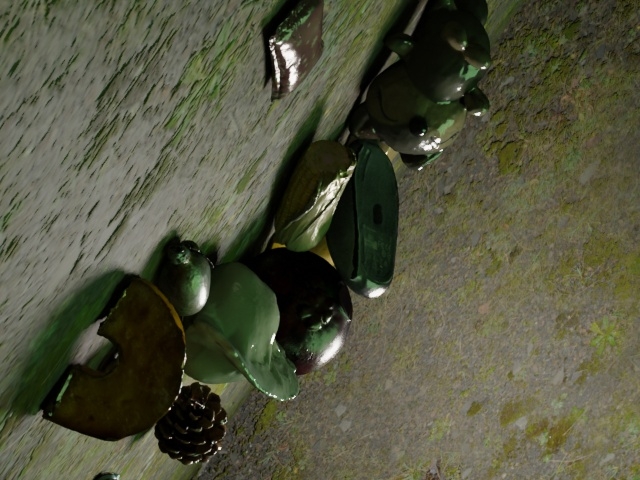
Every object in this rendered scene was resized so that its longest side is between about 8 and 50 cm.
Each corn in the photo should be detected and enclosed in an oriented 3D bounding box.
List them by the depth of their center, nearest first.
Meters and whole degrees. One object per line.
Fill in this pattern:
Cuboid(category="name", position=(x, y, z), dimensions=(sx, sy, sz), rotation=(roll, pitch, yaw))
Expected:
Cuboid(category="corn", position=(-0.013, -0.087, 1.680), dimensions=(0.123, 0.122, 0.305), rotation=(-5, 151, -20))

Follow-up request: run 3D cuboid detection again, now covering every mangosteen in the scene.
Cuboid(category="mangosteen", position=(-0.074, 0.157, 1.837), dimensions=(0.311, 0.311, 0.311), rotation=(-53, 173, -10))

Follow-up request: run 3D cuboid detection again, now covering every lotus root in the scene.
Cuboid(category="lotus root", position=(-0.210, 0.057, 1.279), dimensions=(0.088, 0.088, 0.165), rotation=(-49, 161, -38))

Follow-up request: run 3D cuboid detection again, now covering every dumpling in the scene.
Cuboid(category="dumpling", position=(-0.171, 0.176, 1.524), dimensions=(0.211, 0.270, 0.320), rotation=(-11, -152, 21))

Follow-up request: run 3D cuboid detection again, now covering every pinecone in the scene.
Cuboid(category="pinecone", position=(-0.318, 0.451, 2.039), dimensions=(0.184, 0.179, 0.204), rotation=(-77, -173, -66))

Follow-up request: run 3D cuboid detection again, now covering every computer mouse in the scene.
Cuboid(category="computer mouse", position=(0.087, -0.050, 1.858), dimensions=(0.114, 0.203, 0.374), rotation=(-15, -118, 40))

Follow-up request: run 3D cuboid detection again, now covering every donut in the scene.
Cuboid(category="donut", position=(-0.272, 0.191, 1.189), dimensions=(0.259, 0.152, 0.101), rotation=(-53, 180, 7))

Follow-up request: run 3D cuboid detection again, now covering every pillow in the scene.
Cuboid(category="pillow", position=(-0.029, -0.262, 1.101), dimensions=(0.118, 0.043, 0.185), rotation=(-51, 172, -12))

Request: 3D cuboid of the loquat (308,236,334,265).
Cuboid(category="loquat", position=(0.000, 0.000, 2.062), dimensions=(0.204, 0.149, 0.172), rotation=(-32, -158, -14))

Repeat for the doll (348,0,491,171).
Cuboid(category="doll", position=(0.253, -0.345, 1.783), dimensions=(0.382, 0.252, 0.378), rotation=(-52, 176, 41))

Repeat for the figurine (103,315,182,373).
Cuboid(category="figurine", position=(-0.288, 0.186, 1.361), dimensions=(0.114, 0.108, 0.196), rotation=(135, -25, -72))

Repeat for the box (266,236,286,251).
Cuboid(category="box", position=(-0.091, 0.044, 1.975), dimensions=(0.155, 0.087, 0.023), rotation=(117, -32, -50))

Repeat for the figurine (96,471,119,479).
Cuboid(category="figurine", position=(-0.496, 0.561, 1.893), dimensions=(0.060, 0.047, 0.106), rotation=(-16, 173, -10))

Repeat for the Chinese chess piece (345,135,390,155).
Cuboid(category="Chinese chess piece", position=(0.169, -0.289, 2.033), dimensions=(0.273, 0.102, 0.273), rotation=(-55, 173, -10))
